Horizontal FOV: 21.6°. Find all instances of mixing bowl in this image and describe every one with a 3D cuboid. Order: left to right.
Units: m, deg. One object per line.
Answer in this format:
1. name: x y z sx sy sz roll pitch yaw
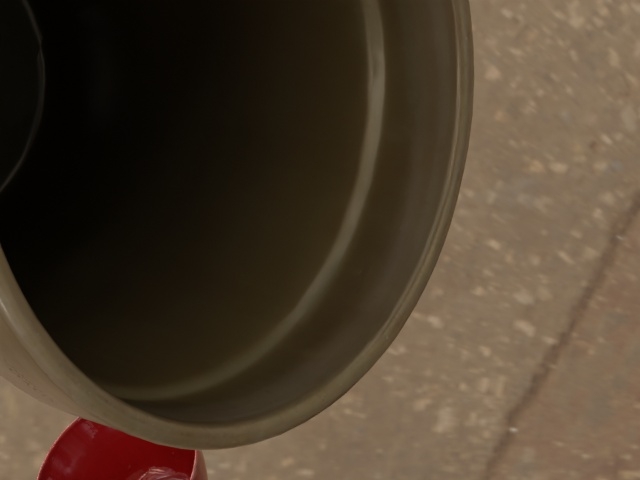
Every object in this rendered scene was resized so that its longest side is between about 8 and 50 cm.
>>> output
1. mixing bowl: -0.179 0.250 1.641 0.181 0.098 0.181 -16 48 18

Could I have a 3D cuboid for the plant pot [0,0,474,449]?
1. plant pot: -0.128 -0.076 0.839 0.280 0.323 0.323 6 84 42
